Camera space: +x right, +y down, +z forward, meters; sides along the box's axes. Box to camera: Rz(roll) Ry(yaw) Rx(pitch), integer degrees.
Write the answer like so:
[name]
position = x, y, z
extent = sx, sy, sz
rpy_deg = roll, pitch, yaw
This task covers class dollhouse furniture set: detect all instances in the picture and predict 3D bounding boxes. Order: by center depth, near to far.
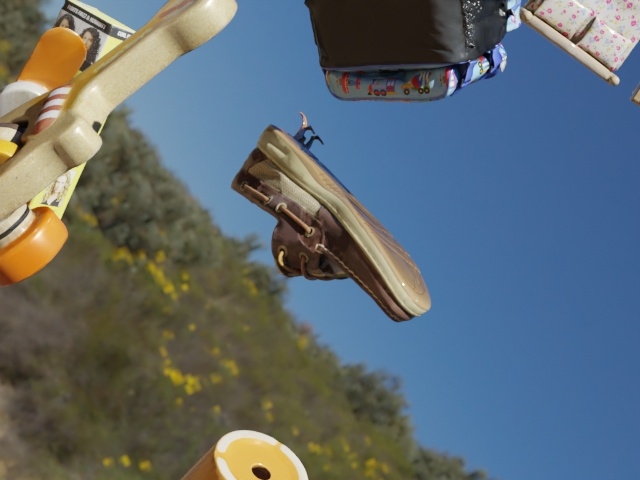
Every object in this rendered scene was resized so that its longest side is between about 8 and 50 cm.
[dollhouse furniture set]
position = 0.383, -0.297, 1.524
extent = 0.355, 0.303, 0.174
rpy_deg = 32, 12, -12

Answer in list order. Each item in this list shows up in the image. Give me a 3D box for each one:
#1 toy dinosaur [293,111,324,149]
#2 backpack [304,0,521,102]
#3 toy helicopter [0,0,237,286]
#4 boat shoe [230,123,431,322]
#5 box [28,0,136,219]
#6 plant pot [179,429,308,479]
[toy dinosaur]
position = -0.036, -0.125, 2.052
extent = 0.047, 0.082, 0.090
rpy_deg = 50, 7, -39
[backpack]
position = 0.092, -0.189, 1.191
extent = 0.158, 0.173, 0.117
rpy_deg = 2, -69, 33
[toy helicopter]
position = -0.230, -0.128, 1.357
extent = 0.140, 0.355, 0.235
rpy_deg = 54, -7, -24
[boat shoe]
position = 0.000, 0.000, 1.701
extent = 0.342, 0.123, 0.123
rpy_deg = 48, 8, 36
[box]
position = -0.283, -0.141, 1.577
extent = 0.087, 0.232, 0.058
rpy_deg = 33, 11, 30
[plant pot]
position = -0.112, 0.349, 1.821
extent = 0.188, 0.205, 0.205
rpy_deg = -61, -138, 30
